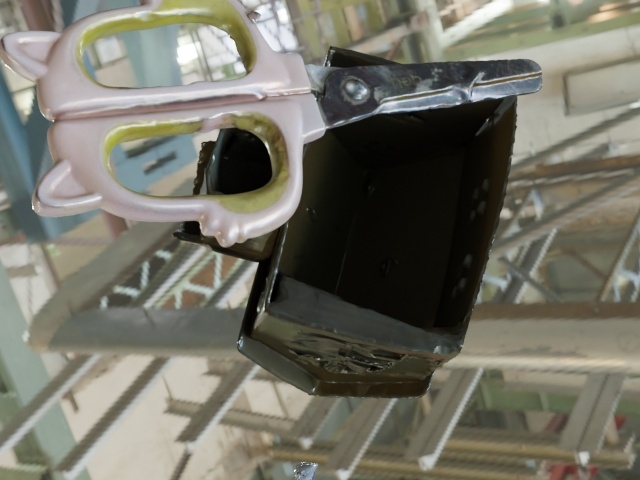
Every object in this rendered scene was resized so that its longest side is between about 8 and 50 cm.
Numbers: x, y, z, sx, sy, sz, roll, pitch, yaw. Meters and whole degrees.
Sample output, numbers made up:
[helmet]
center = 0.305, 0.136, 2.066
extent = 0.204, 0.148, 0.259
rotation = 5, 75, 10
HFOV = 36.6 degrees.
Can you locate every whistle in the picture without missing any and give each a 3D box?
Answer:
[whistle]
center = -0.019, 0.299, 1.248
extent = 0.033, 0.029, 0.083
rotation = -27, 167, -10

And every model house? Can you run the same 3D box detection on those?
[model house]
center = 0.000, 0.000, 0.712
extent = 0.204, 0.211, 0.243
rotation = 16, 160, -4

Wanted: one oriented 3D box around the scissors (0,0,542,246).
[scissors]
center = -0.006, -0.081, 0.536
extent = 0.318, 0.160, 0.024
rotation = -10, 162, -24
